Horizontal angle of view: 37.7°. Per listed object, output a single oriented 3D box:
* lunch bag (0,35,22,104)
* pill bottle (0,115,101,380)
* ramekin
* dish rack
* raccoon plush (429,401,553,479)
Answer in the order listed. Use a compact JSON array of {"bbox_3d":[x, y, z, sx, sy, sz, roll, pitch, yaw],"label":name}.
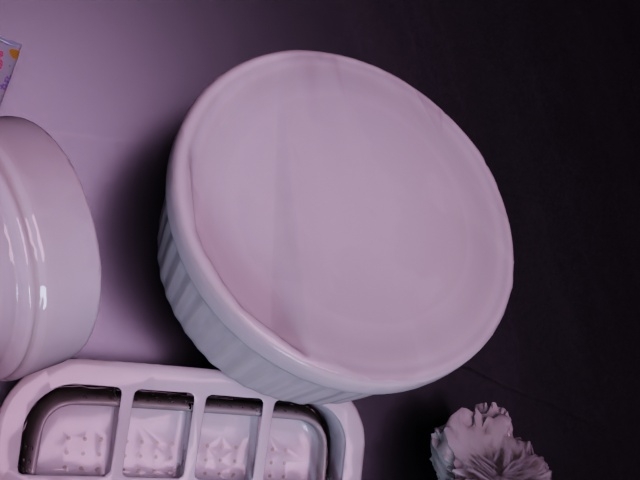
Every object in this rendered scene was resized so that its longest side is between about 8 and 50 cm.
[{"bbox_3d":[-0.271,-0.126,0.680,0.083,0.053,0.071,21,80,-31],"label":"lunch bag"},{"bbox_3d":[-0.336,0.038,0.497,0.407,0.229,0.229,-15,93,-45],"label":"pill bottle"},{"bbox_3d":[0.000,0.000,0.716,0.272,0.127,0.273,12,60,-23],"label":"ramekin"},{"bbox_3d":[-0.118,0.262,0.712,0.285,0.072,0.333,9,83,-24],"label":"dish rack"},{"bbox_3d":[0.257,0.370,0.794,0.216,0.299,0.446,-16,50,-16],"label":"raccoon plush"}]
